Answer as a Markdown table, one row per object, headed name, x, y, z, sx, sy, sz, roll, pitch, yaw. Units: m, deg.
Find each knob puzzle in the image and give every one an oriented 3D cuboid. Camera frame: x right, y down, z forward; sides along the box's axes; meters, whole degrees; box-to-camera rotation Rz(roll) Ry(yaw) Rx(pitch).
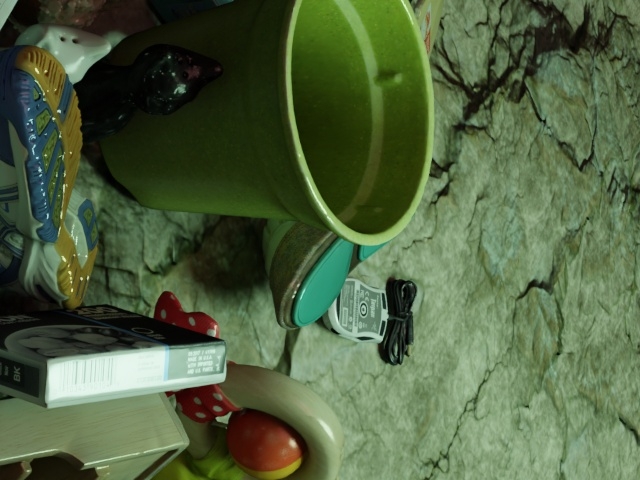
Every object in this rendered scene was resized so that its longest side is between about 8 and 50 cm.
| name | x | y | z | sx | sy | sz | roll | pitch | yaw |
| --- | --- | --- | --- | --- | --- | --- | --- | --- | --- |
| knob puzzle | 0.109 | -0.236 | 1.799 | 0.213 | 0.030 | 0.213 | 18 | 90 | -79 |

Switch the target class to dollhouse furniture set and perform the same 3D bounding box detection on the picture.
| name | x | y | z | sx | sy | sz | roll | pitch | yaw |
| --- | --- | --- | --- | --- | --- | --- | --- | --- | --- |
| dollhouse furniture set | -0.170 | 0.323 | 1.165 | 0.256 | 0.362 | 0.394 | -3 | 57 | -53 |

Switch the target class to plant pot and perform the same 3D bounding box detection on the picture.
| name | x | y | z | sx | sy | sz | roll | pitch | yaw |
| --- | --- | --- | --- | --- | --- | --- | --- | --- | --- |
| plant pot | -0.064 | -0.125 | 1.441 | 0.276 | 0.254 | 0.276 | 11 | 77 | -58 |

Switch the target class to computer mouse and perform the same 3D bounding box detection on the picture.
| name | x | y | z | sx | sy | sz | roll | pitch | yaw |
| --- | --- | --- | --- | --- | --- | --- | --- | --- | --- |
| computer mouse | 0.050 | 0.082 | 1.731 | 0.193 | 0.042 | 0.106 | 20 | 72 | -54 |

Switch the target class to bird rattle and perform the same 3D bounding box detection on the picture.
| name | x | y | z | sx | sy | sz | roll | pitch | yaw |
| --- | --- | --- | --- | --- | --- | --- | --- | --- | --- |
| bird rattle | -0.076 | 0.166 | 1.407 | 0.143 | 0.207 | 0.253 | -65 | 159 | -52 |

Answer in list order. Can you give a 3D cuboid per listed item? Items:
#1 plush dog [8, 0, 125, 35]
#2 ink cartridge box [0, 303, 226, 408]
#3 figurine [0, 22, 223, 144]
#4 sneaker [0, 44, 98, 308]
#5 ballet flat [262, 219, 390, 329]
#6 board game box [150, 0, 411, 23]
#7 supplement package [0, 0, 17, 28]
| name | x | y | z | sx | sy | sz | roll | pitch | yaw |
| --- | --- | --- | --- | --- | --- | --- | --- | --- | --- |
| plush dog | -0.163 | -0.305 | 1.376 | 0.210 | 0.225 | 0.262 | 22 | 53 | -55 |
| ink cartridge box | -0.221 | 0.088 | 1.249 | 0.206 | 0.208 | 0.045 | -3 | 101 | -53 |
| figurine | -0.225 | -0.139 | 1.291 | 0.215 | 0.209 | 0.092 | 3 | 80 | -51 |
| sneaker | -0.260 | -0.043 | 1.200 | 0.296 | 0.131 | 0.112 | 95 | 7 | -53 |
| ballet flat | 0.000 | 0.000 | 1.634 | 0.316 | 0.106 | 0.107 | -39 | 146 | -54 |
| board game box | -0.026 | -0.282 | 1.678 | 0.254 | 0.079 | 0.336 | 54 | 45 | -31 |
| supplement package | -0.391 | -0.139 | 1.089 | 0.198 | 0.199 | 0.262 | 47 | 49 | -36 |
